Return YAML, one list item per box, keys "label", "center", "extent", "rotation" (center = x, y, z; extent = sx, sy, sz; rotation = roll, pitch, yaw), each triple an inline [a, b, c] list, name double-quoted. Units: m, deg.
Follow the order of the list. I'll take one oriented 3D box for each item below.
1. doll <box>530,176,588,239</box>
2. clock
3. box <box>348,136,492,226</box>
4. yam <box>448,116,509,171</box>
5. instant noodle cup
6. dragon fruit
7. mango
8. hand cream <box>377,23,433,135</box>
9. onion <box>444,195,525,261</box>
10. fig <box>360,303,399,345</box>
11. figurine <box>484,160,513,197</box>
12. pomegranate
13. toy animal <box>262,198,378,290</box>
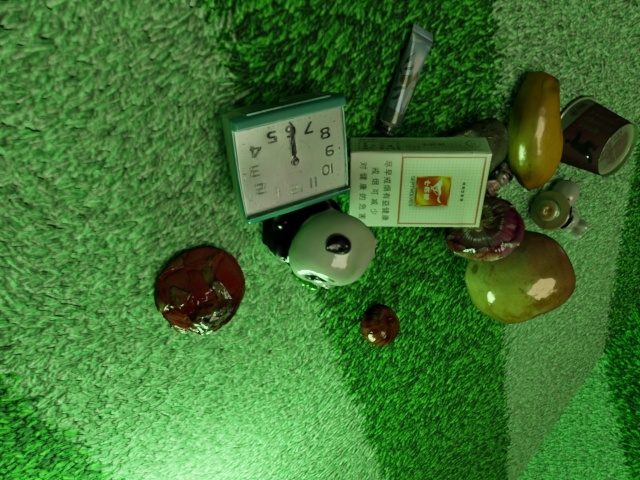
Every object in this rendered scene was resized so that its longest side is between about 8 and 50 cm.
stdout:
- label: "doll"
  center: [0.848, -0.078, 1.951]
  extent: [0.208, 0.144, 0.272]
  rotation: [-44, 131, -17]
- label: "clock"
  center: [-0.073, -0.186, 1.192]
  extent: [0.262, 0.116, 0.231]
  rotation: [-19, 121, -24]
- label: "box"
  center: [0.234, -0.140, 1.371]
  extent: [0.329, 0.095, 0.210]
  rotation: [1, 125, 4]
- label: "yam"
  center: [0.384, -0.221, 1.510]
  extent: [0.254, 0.154, 0.154]
  rotation: [-29, 133, -23]
- label: "instant noodle cup"
  center: [0.871, -0.319, 1.778]
  extent: [0.234, 0.178, 0.235]
  rotation: [-20, 131, -24]
- label: "dragon fruit"
  center: [-0.255, 0.140, 1.271]
  extent: [0.218, 0.148, 0.224]
  rotation: [8, 114, -41]
- label: "mango"
  center: [0.624, -0.312, 1.627]
  extent: [0.187, 0.143, 0.360]
  rotation: [-38, 130, -33]
- label: "hand cream"
  center: [0.198, -0.378, 1.333]
  extent: [0.088, 0.055, 0.256]
  rotation: [6, 108, -44]
- label: "onion"
  center: [0.494, -0.016, 1.670]
  extent: [0.230, 0.230, 0.163]
  rotation: [-40, 129, -8]
- label: "fig"
  center: [0.177, 0.256, 1.708]
  extent: [0.128, 0.150, 0.129]
  rotation: [-1, 93, -12]
- label: "figurine"
  center: [0.534, -0.183, 1.713]
  extent: [0.129, 0.054, 0.072]
  rotation: [-41, 121, 4]
- label: "pomegranate"
  center: [0.637, 0.097, 1.812]
  extent: [0.337, 0.338, 0.339]
  rotation: [-19, 129, -26]
- label: "toy animal"
  center: [-0.004, 0.009, 1.293]
  extent: [0.212, 0.267, 0.213]
  rotation: [-23, 135, -24]
